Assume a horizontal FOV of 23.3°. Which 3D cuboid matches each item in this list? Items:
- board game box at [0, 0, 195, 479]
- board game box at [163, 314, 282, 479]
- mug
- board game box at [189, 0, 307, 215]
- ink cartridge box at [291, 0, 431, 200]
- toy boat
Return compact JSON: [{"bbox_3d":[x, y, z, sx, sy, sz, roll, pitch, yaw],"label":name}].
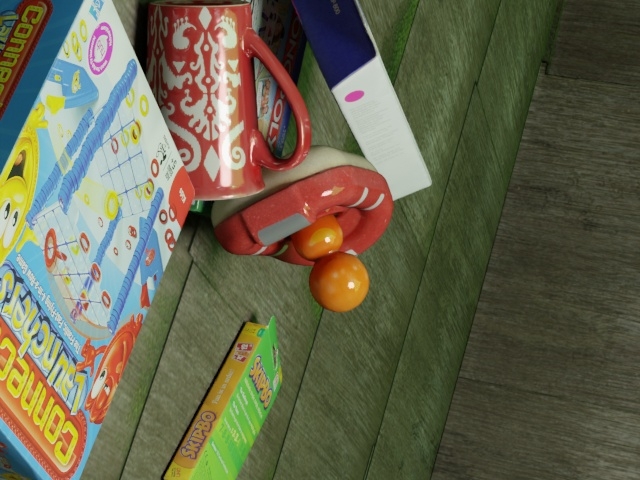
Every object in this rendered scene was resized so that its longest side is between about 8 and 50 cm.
[{"bbox_3d":[-0.216,0.002,1.169,0.308,0.086,0.302,72,34,-59],"label":"board game box"},{"bbox_3d":[-0.104,0.209,1.752,0.124,0.039,0.259,85,26,-44],"label":"board game box"},{"bbox_3d":[-0.089,-0.130,1.397,0.113,0.150,0.169,-130,-142,-74],"label":"mug"},{"bbox_3d":[-0.075,-0.176,1.579,0.213,0.046,0.317,17,85,-72],"label":"board game box"},{"bbox_3d":[0.030,-0.188,1.570,0.371,0.069,0.175,63,5,-66],"label":"ink cartridge box"},{"bbox_3d":[0.000,0.000,1.538,0.151,0.151,0.231,66,16,9],"label":"toy boat"}]
